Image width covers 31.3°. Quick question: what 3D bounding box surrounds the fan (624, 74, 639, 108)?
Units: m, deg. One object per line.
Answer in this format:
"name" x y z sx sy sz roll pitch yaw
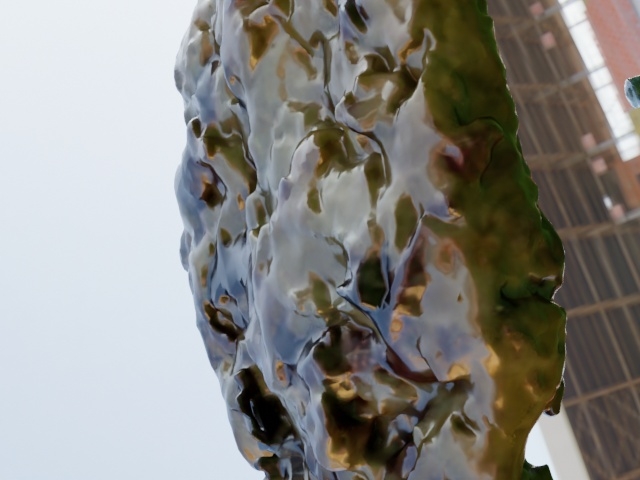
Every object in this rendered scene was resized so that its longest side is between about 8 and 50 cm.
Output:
"fan" 0.198 -0.017 0.548 0.038 0.016 0.193 78 170 -49

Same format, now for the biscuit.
"biscuit" -0.002 0.002 0.533 0.081 0.289 0.334 -8 -109 -26
